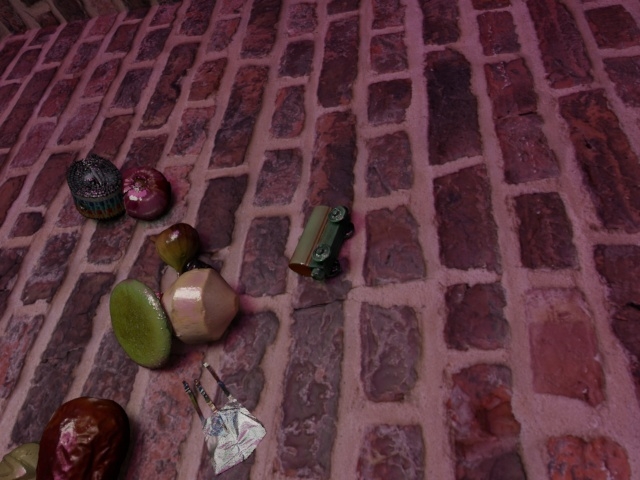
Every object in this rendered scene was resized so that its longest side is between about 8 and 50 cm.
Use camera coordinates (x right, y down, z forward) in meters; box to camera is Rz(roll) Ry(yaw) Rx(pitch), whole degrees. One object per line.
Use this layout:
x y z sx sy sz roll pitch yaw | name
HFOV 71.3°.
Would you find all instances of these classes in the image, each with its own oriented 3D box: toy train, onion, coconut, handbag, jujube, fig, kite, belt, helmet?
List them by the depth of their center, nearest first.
-0.636 0.588 1.195 0.222 0.223 0.318 -7 65 11 | jujube
-0.807 0.649 1.243 0.257 0.137 0.204 -4 56 12 | helmet
-0.285 0.491 1.287 0.169 0.015 0.310 -34 58 -8 | kite
-0.367 0.203 1.380 0.236 0.237 0.197 -11 20 7 | coconut
0.000 0.000 1.485 0.177 0.116 0.286 4 58 31 | toy train
-0.415 0.112 1.495 0.072 0.139 0.115 29 67 20 | handbag
-0.516 0.047 1.569 0.160 0.143 0.231 -10 56 47 | fig
-0.677 -0.188 1.749 0.200 0.201 0.207 -19 42 2 | onion
-0.912 -0.208 1.826 0.206 0.161 0.295 -30 53 -29 | belt

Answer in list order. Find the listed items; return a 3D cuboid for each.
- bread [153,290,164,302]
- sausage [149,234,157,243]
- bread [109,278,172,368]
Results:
-0.555 0.230 1.497 0.192 0.067 0.119 -36 64 -9 | bread
-0.599 0.014 1.679 0.116 0.026 0.026 27 67 28 | sausage
-0.556 0.263 1.368 0.301 0.302 0.045 25 27 27 | bread
